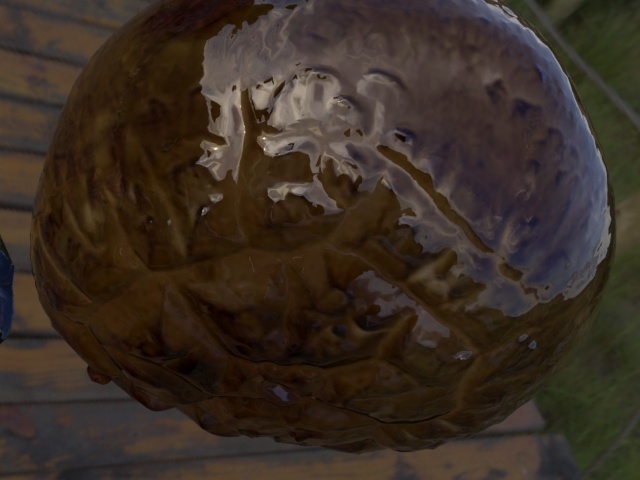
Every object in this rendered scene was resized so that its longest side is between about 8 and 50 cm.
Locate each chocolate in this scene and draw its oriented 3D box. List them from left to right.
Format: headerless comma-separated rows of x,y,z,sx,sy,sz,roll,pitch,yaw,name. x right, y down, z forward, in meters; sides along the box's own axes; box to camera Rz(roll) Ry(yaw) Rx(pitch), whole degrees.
-0.420,0.051,1.277,0.080,0.125,0.149,34,47,-59,chocolate

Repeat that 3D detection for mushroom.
0.000,0.000,0.472,0.253,0.253,0.153,29,50,-29,mushroom

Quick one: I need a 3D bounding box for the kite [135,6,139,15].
-0.103,-0.142,0.791,0.006,0.198,0.244,20,66,-33,kite
